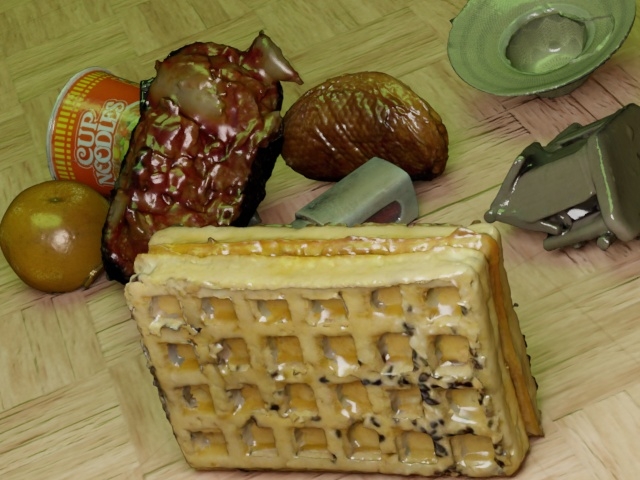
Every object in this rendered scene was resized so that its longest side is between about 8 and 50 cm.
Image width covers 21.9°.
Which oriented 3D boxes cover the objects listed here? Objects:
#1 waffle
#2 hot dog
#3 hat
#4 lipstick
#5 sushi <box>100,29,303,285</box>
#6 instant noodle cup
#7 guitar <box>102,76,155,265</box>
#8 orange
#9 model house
[{"bbox_3d":[0.013,0.103,1.622,0.376,0.261,0.114,-2,31,24],"label":"waffle"},{"bbox_3d":[0.056,-0.130,2.059,0.227,0.160,0.099,0,48,25],"label":"hot dog"},{"bbox_3d":[0.296,-0.245,2.142,0.252,0.110,0.252,-14,46,16],"label":"hat"},{"bbox_3d":[0.000,0.000,1.956,0.253,0.079,0.077,-35,42,-25],"label":"lipstick"},{"bbox_3d":[-0.139,-0.092,1.976,0.182,0.196,0.343,144,145,-69],"label":"sushi"},{"bbox_3d":[-0.223,-0.123,2.189,0.212,0.193,0.193,12,42,27],"label":"instant noodle cup"},{"bbox_3d":[-0.219,-0.079,2.066,0.084,0.271,0.038,6,-12,-11],"label":"guitar"},{"bbox_3d":[-0.333,-0.003,2.101,0.155,0.134,0.154,5,38,-4],"label":"orange"},{"bbox_3d":[0.293,-0.067,1.877,0.188,0.122,0.229,-13,16,34],"label":"model house"}]
